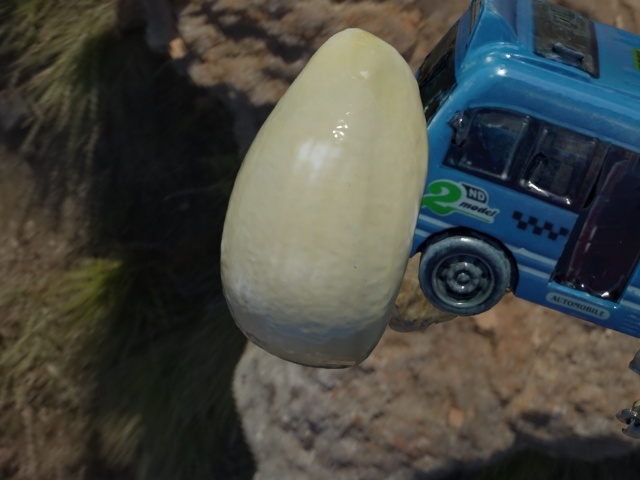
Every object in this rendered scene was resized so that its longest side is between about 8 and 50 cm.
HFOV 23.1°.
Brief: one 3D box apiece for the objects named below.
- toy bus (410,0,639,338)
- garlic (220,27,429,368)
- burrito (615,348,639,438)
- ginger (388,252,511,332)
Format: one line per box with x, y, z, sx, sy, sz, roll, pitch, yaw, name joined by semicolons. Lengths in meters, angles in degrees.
0.151;-0.023;0.728;0.246;0.113;0.134;19;120;-3;toy bus
0.001;0.000;0.350;0.041;0.053;0.083;12;136;6;garlic
0.137;0.022;0.348;0.149;0.041;0.055;0;100;31;burrito
0.072;-0.006;1.023;0.213;0.074;0.137;-46;58;-5;ginger
